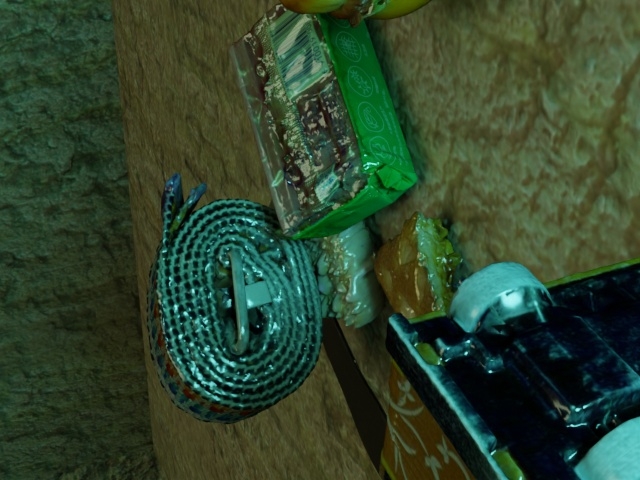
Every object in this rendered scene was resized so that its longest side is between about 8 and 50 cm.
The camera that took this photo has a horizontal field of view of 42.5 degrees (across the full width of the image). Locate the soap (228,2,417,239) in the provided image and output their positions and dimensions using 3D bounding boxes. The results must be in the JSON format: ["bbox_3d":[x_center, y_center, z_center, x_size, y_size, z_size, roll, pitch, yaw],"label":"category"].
[{"bbox_3d":[-0.001,-0.156,0.952,0.218,0.098,0.273,-32,70,43],"label":"soap"}]

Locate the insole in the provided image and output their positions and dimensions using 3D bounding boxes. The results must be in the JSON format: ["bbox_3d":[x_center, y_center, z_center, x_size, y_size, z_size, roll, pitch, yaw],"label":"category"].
[{"bbox_3d":[0.057,0.231,1.179,0.111,0.007,0.327,106,146,-48],"label":"insole"}]

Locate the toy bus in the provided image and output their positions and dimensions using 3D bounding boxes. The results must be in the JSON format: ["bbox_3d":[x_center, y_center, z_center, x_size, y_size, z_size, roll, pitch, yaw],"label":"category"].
[{"bbox_3d":[0.179,0.095,0.433,0.138,0.275,0.167,-125,29,-47],"label":"toy bus"}]

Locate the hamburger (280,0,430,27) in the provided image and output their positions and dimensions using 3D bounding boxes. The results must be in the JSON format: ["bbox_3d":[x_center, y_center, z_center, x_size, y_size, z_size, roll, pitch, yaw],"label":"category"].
[{"bbox_3d":[0.047,-0.309,0.711,0.246,0.170,0.246,-179,90,-75],"label":"hamburger"}]

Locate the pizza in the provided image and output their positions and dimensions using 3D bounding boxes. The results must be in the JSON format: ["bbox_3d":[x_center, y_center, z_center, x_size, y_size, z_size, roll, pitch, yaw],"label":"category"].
[{"bbox_3d":[0.111,0.040,0.884,0.182,0.063,0.161,-126,25,-57],"label":"pizza"}]

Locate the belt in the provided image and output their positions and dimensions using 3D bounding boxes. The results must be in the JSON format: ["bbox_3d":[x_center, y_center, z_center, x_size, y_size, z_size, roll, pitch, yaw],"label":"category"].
[{"bbox_3d":[-0.109,0.074,1.033,0.160,0.207,0.294,136,133,-63],"label":"belt"}]

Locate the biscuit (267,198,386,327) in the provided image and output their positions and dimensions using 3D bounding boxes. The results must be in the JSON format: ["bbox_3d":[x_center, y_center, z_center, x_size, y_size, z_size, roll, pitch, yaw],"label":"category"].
[{"bbox_3d":[0.000,0.000,1.105,0.281,0.084,0.179,30,124,57],"label":"biscuit"}]
